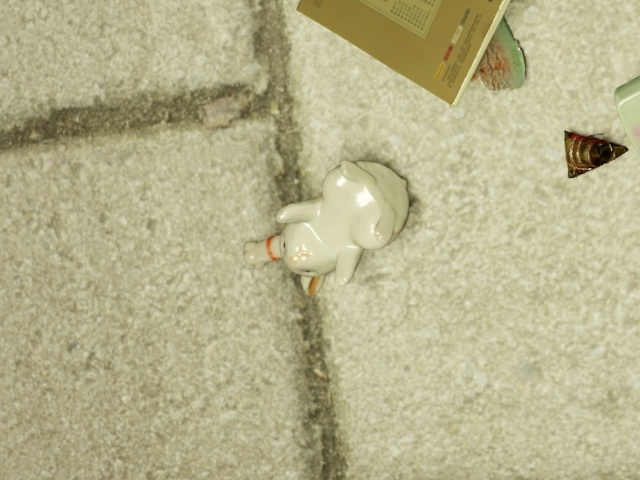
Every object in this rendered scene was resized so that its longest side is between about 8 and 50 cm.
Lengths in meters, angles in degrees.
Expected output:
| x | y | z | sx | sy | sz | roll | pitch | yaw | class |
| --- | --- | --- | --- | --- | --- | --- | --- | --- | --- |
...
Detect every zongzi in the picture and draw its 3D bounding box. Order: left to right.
| x | y | z | sx | sy | sz | roll | pitch | yaw | class |
| --- | --- | --- | --- | --- | --- | --- | --- | --- | --- |
| 0.373 | -0.116 | 1.720 | 0.083 | 0.073 | 0.067 | 12 | 110 | 61 | zongzi |

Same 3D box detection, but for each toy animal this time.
| x | y | z | sx | sy | sz | roll | pitch | yaw | class |
| --- | --- | --- | --- | --- | --- | --- | --- | --- | --- |
| 0.000 | 0.000 | 1.841 | 0.282 | 0.138 | 0.140 | -36 | 91 | 25 | toy animal |

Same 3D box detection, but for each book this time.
| x | y | z | sx | sy | sz | roll | pitch | yaw | class |
| --- | --- | --- | --- | --- | --- | --- | --- | --- | --- |
| 0.115 | -0.344 | 1.730 | 0.310 | 0.021 | 0.217 | 37 | 113 | 32 | book |

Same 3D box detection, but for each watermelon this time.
| x | y | z | sx | sy | sz | roll | pitch | yaw | class |
| --- | --- | --- | --- | --- | --- | --- | --- | --- | --- |
| 0.207 | -0.279 | 1.732 | 0.081 | 0.094 | 0.180 | -22 | 78 | 29 | watermelon |

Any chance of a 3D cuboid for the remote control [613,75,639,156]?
| x | y | z | sx | sy | sz | roll | pitch | yaw | class |
| --- | --- | --- | --- | --- | --- | --- | --- | --- | --- |
| 0.540 | -0.202 | 1.589 | 0.344 | 0.050 | 0.145 | -28 | 119 | 21 | remote control |
